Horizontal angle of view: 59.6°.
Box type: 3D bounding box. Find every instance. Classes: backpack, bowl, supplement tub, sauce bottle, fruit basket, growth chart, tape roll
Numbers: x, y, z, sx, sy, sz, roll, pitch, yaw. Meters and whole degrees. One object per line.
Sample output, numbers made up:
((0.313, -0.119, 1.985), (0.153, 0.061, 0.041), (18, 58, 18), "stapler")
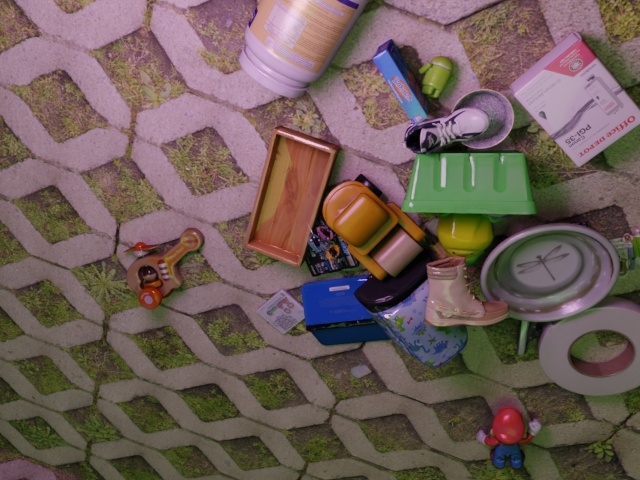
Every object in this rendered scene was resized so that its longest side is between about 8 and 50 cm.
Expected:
((0.328, 0.246, 1.847), (0.290, 0.273, 0.355), (-35, 126, -10), "backpack")
((0.450, -0.350, 1.568), (0.170, 0.080, 0.170), (5, 120, 9), "bowl")
((-0.050, -0.568, 1.458), (0.241, 0.241, 0.331), (33, 121, -7), "supplement tub")
((0.370, 0.010, 1.818), (0.042, 0.042, 0.128), (-36, 105, 27), "sauce bottle")
((0.426, -0.082, 1.641), (0.393, 0.283, 0.391), (2, 102, 11), "fruit basket")
((0.893, 0.067, 1.747), (0.238, 0.021, 0.171), (-21, 112, 25), "growth chart")
((0.935, 0.359, 1.878), (0.393, 0.072, 0.391), (5, 121, 9), "tape roll")

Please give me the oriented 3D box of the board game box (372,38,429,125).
((0.223, -0.434, 1.523), (0.047, 0.160, 0.210), (-28, 111, 24), "board game box")

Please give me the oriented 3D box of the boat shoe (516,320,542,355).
((0.712, 0.294, 1.891), (0.076, 0.080, 0.228), (4, 113, 12), "boat shoe")

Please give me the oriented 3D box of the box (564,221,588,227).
((0.776, -0.022, 1.722), (0.084, 0.018, 0.067), (-4, 118, 14), "box")

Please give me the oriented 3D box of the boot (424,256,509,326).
((0.445, 0.150, 1.687), (0.262, 0.095, 0.203), (-3, 105, -1), "boot")

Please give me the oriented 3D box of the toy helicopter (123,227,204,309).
((-0.570, 0.065, 2.029), (0.355, 0.140, 0.235), (-39, 97, 17), "toy helicopter")

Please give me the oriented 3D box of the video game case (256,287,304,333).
((-0.140, 0.267, 2.091), (0.143, 0.019, 0.157), (42, 119, -13), "video game case")

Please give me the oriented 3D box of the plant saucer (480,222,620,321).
((0.693, 0.085, 1.719), (0.401, 0.100, 0.400), (4, 130, 4), "plant saucer")

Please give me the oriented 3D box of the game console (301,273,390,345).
((0.103, 0.259, 2.029), (0.294, 0.173, 0.249), (-9, 86, 16), "game console")

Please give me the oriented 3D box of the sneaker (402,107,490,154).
((0.326, -0.284, 1.501), (0.235, 0.153, 0.093), (2, 122, 28), "sneaker")

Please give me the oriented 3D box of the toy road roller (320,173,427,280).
((0.152, -0.034, 1.674), (0.329, 0.240, 0.202), (43, 100, -2), "toy road roller")

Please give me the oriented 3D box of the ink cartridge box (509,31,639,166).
((0.680, -0.370, 1.483), (0.283, 0.117, 0.207), (42, 119, -13), "ink cartridge box")

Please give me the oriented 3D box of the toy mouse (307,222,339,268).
((0.000, 0.000, 1.748), (0.143, 0.161, 0.031), (42, 128, -13), "toy mouse")

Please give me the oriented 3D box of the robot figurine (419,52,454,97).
((0.322, -0.452, 1.534), (0.101, 0.067, 0.115), (17, 101, -28), "robot figurine")

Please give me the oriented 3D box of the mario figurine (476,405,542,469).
((0.721, 0.736, 2.139), (0.198, 0.170, 0.320), (-24, 130, -15), "mario figurine")

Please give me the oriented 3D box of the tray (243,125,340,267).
((-0.096, -0.135, 1.778), (0.203, 0.076, 0.410), (21, 113, 7), "tray")

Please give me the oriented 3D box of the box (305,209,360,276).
((0.016, 0.008, 1.887), (0.175, 0.051, 0.220), (-15, 115, 20), "box")
